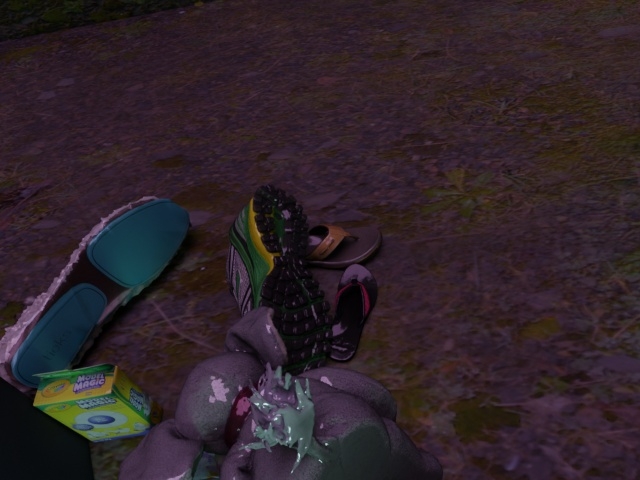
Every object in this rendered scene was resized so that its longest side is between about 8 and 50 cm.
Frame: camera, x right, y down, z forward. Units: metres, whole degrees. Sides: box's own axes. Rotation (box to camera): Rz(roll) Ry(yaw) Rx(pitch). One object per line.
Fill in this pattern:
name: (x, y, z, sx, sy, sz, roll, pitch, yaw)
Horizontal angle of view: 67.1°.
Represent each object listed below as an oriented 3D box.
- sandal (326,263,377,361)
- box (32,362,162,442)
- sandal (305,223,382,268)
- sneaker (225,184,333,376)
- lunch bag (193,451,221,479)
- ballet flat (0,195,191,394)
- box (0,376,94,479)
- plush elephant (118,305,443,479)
sandal: (0.051, 0.108, 0.779, 0.067, 0.040, 0.179, 8, 52, 14)
box: (-0.299, 0.222, 0.656, 0.105, 0.179, 0.043, -10, 48, 3)
sandal: (0.000, 0.000, 0.870, 0.220, 0.060, 0.090, 2, 50, 12)
sneaker: (-0.079, 0.087, 0.786, 0.134, 0.146, 0.343, 14, 52, -34)
lunch bag: (-0.176, 0.304, 0.646, 0.083, 0.053, 0.071, -3, 43, -26)
ballet flat: (-0.403, 0.071, 0.845, 0.147, 0.147, 0.409, 20, 56, 25)
box: (-0.456, 0.311, 0.533, 0.294, 0.296, 0.182, -24, 49, -11)
plush elephant: (-0.061, 0.228, 0.550, 0.255, 0.330, 0.272, 13, 47, 46)
